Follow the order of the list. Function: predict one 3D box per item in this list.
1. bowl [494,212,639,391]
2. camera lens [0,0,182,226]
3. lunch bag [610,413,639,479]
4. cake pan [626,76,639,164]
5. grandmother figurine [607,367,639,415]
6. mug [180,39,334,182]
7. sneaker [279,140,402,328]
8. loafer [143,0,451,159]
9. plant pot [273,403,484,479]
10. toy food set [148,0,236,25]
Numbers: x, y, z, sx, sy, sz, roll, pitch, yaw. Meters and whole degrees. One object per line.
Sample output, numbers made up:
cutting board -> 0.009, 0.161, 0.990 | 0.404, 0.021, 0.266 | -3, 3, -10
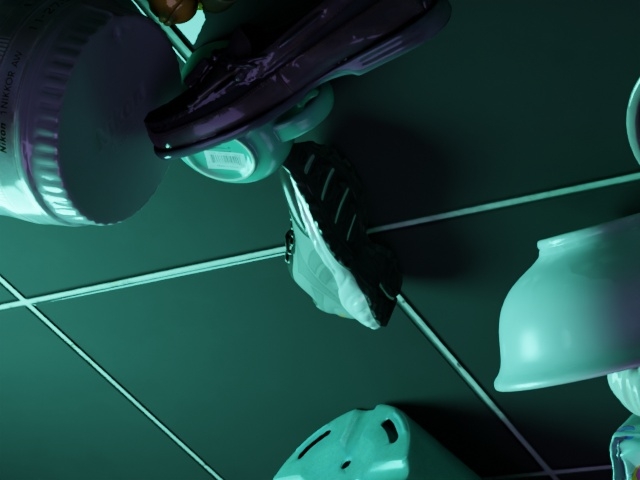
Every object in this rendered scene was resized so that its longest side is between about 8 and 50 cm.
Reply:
bowl -> 0.296, 0.046, 1.593 | 0.297, 0.134, 0.298 | -16, 177, -1
camera lens -> -0.297, -0.135, 1.545 | 0.274, 0.219, 0.219 | 13, 146, 27
lunch bag -> 0.459, 0.257, 1.769 | 0.262, 0.160, 0.223 | 3, -173, 23
cake pan -> 0.422, -0.111, 1.451 | 0.293, 0.054, 0.293 | 11, 144, 8
grandmother figurine -> 0.459, 0.114, 1.658 | 0.342, 0.104, 0.208 | -15, 152, 25
mug -> -0.080, -0.124, 1.605 | 0.129, 0.097, 0.157 | 32, 142, -19
sneaker -> 0.000, 0.001, 1.742 | 0.108, 0.100, 0.271 | 5, 143, 25
loafer -> -0.034, -0.176, 1.474 | 0.302, 0.109, 0.095 | -25, 115, 12
plant pot -> 0.113, 0.407, 2.066 | 0.341, 0.341, 0.334 | -21, 122, 41
toy food set -> -0.114, -0.259, 1.461 | 0.128, 0.071, 0.218 | 27, 143, -13
